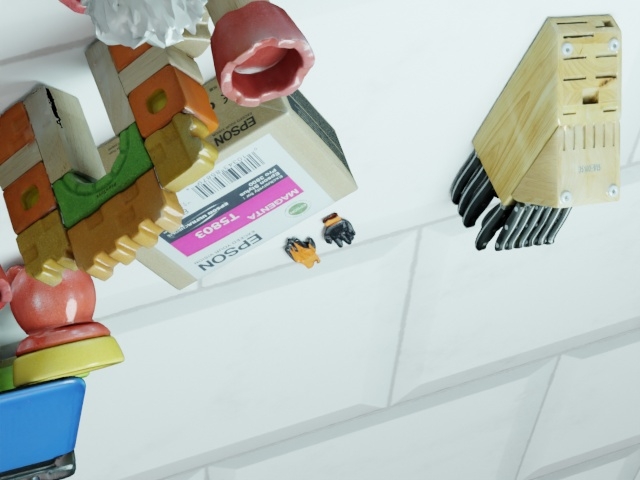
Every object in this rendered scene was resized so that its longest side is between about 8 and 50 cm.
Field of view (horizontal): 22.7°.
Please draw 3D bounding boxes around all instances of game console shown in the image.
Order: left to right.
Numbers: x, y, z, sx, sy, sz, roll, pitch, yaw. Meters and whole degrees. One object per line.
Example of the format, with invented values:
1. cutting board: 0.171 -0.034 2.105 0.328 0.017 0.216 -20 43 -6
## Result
1. game console: -0.424 0.201 1.744 0.293 0.250 0.173 -12 116 -24

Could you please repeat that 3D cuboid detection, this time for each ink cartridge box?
1. ink cartridge box: -0.105 -0.065 1.637 0.234 0.088 0.193 -30 149 11

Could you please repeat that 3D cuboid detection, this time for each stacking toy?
1. stacking toy: -0.387 0.113 1.762 0.309 0.130 0.279 -13 175 -13

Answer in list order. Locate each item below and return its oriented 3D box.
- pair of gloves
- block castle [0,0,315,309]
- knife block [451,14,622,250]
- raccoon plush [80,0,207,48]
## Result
1. pair of gloves: 0.000 0.000 1.895 0.083 0.010 0.074 -31 148 8
2. block castle: -0.255 -0.103 1.343 0.453 0.213 0.303 -35 149 20
3. knife block: 0.234 -0.119 1.815 0.088 0.242 0.276 -7 102 -28
4. raccoon plush: -0.124 -0.357 0.865 0.216 0.446 0.299 -5 166 40
